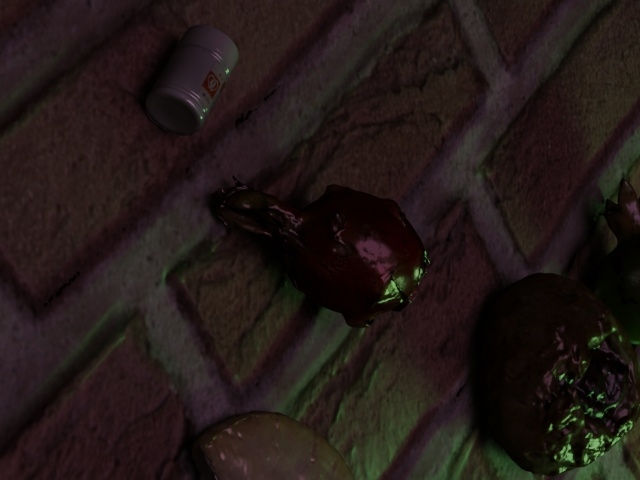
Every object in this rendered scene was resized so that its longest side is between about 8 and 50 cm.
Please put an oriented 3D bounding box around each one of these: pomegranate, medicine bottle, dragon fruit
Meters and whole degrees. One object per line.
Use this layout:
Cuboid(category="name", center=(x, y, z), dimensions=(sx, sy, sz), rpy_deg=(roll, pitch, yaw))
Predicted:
Cuboid(category="pomegranate", center=(0.410, 0.029, 1.875), dimensions=(0.156, 0.156, 0.220), rpy_deg=(28, 54, -43))
Cuboid(category="medicine bottle", center=(-0.115, -0.144, 1.368), dimensions=(0.057, 0.057, 0.089), rpy_deg=(48, 50, -32))
Cuboid(category="dragon fruit", center=(0.000, 0.000, 1.449), dimensions=(0.246, 0.125, 0.125), rpy_deg=(26, 77, -26))

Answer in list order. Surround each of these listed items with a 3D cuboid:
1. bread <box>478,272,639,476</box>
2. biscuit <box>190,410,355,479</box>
Cuboid(category="bread", center=(0.275, 0.151, 1.718), dimensions=(0.230, 0.123, 0.230), rpy_deg=(15, 70, -49))
Cuboid(category="biscuit", center=(-0.031, 0.259, 1.409), dimensions=(0.265, 0.040, 0.188), rpy_deg=(40, 53, -38))
